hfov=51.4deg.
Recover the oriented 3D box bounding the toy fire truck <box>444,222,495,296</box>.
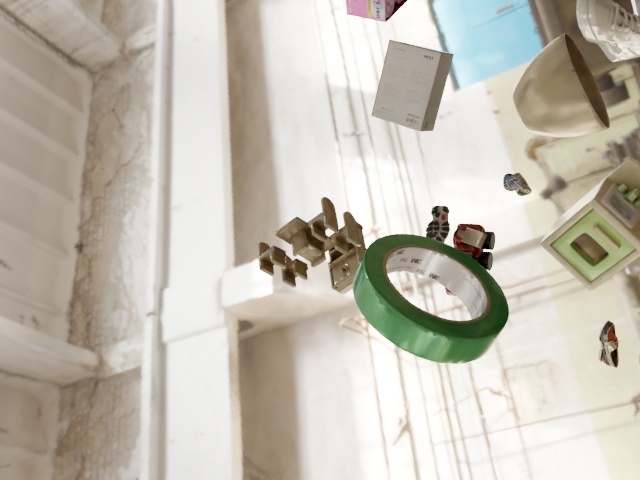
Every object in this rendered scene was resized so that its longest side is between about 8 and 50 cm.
[{"bbox_3d":[0.420,0.051,1.887,0.246,0.158,0.217,21,-104,-59],"label":"toy fire truck"}]

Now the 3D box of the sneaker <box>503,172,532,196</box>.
[{"bbox_3d":[0.579,-0.177,1.983,0.135,0.052,0.058,23,-131,-46],"label":"sneaker"}]

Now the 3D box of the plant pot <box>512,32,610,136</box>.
[{"bbox_3d":[0.650,-0.400,1.845,0.284,0.190,0.284,32,-134,-40],"label":"plant pot"}]

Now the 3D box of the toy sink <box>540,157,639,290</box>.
[{"bbox_3d":[0.608,-0.030,1.397,0.153,0.234,0.131,45,-136,6],"label":"toy sink"}]

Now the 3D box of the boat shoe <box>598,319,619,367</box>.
[{"bbox_3d":[0.710,0.255,1.628,0.043,0.049,0.137,34,144,49],"label":"boat shoe"}]

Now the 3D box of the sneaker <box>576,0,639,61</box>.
[{"bbox_3d":[0.692,-0.484,1.472,0.292,0.169,0.108,10,-92,-47],"label":"sneaker"}]

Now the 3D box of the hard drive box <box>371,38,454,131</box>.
[{"bbox_3d":[0.270,-0.459,1.973,0.089,0.181,0.232,-15,-56,-53],"label":"hard drive box"}]

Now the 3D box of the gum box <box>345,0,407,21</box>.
[{"bbox_3d":[0.153,-0.602,1.594,0.188,0.107,0.062,-51,-32,-33],"label":"gum box"}]

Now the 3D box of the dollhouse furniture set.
[{"bbox_3d":[0.000,0.000,1.602,0.242,0.212,0.161,32,-145,-38],"label":"dollhouse furniture set"}]

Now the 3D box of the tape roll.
[{"bbox_3d":[0.229,0.113,1.387,0.321,0.077,0.321,15,-146,-11],"label":"tape roll"}]

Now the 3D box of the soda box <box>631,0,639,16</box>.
[{"bbox_3d":[0.883,-0.558,1.756,0.216,0.069,0.074,64,-156,-21],"label":"soda box"}]

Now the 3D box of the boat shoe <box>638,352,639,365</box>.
[{"bbox_3d":[1.037,0.438,1.954,0.091,0.109,0.305,17,-141,-12],"label":"boat shoe"}]

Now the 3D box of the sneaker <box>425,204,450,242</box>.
[{"bbox_3d":[0.344,-0.030,1.893,0.170,0.068,0.071,-65,-33,-47],"label":"sneaker"}]
